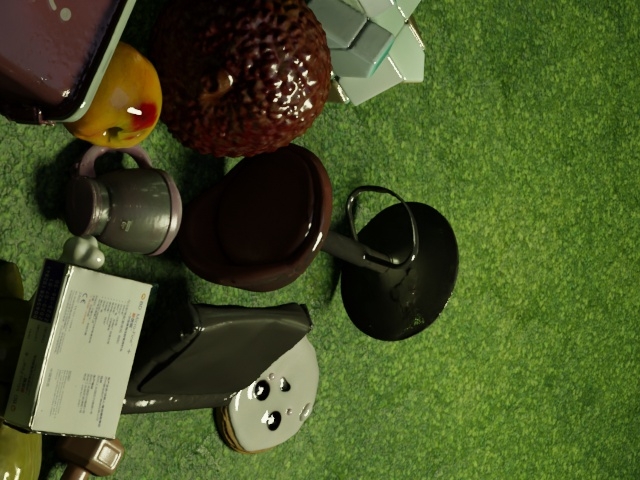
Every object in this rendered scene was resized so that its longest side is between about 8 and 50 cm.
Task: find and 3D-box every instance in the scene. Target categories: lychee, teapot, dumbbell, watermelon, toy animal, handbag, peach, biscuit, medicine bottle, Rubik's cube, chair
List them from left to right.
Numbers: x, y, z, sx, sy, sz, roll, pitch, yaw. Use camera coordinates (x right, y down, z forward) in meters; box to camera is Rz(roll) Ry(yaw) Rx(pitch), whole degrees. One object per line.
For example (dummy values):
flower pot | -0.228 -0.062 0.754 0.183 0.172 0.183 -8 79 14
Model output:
toy animal | -0.398 0.155 1.835 0.180 0.181 0.363 10 91 -57
dumbbell | -0.343 0.352 1.998 0.092 0.082 0.231 43 67 -42
medicine bottle | -0.280 0.133 1.795 0.171 0.052 0.201 17 85 -59
peach | -0.267 -0.188 1.942 0.138 0.138 0.138 -12 107 -46
teapot | -0.261 -0.056 1.987 0.146 0.116 0.148 3 100 -38
watermelon | -0.266 0.073 2.063 0.085 0.085 0.061 45 25 -43
handbag | -0.157 0.149 2.084 0.246 0.223 0.080 2 53 -48
lychee | -0.106 -0.235 2.023 0.260 0.260 0.261 -12 107 -46
biscuit | -0.073 0.228 2.301 0.208 0.049 0.181 -54 132 -28
chair | 0.000 0.000 2.200 0.401 0.226 0.227 21 82 -47
Rubik's cube | 0.043 -0.332 2.189 0.224 0.213 0.265 -49 127 -28

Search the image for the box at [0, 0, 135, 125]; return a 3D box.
box | -0.339 -0.298 1.801 0.167 0.193 0.294 31 75 -38
